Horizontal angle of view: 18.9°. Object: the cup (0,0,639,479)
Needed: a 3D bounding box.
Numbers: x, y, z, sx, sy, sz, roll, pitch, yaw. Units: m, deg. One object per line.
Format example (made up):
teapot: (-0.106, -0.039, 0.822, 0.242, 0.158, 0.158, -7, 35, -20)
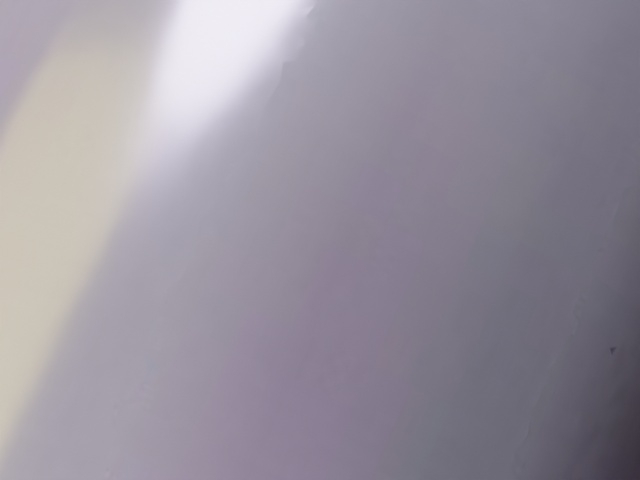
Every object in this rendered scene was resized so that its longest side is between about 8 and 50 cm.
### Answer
cup: (0.000, 0.000, 0.497, 0.253, 0.253, 0.371, 9, 69, 55)
